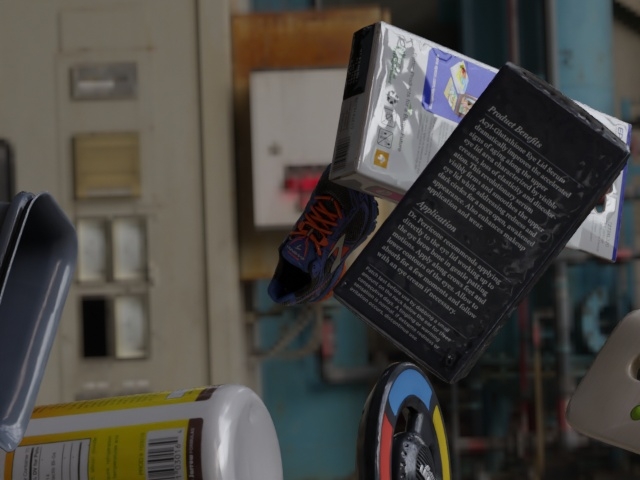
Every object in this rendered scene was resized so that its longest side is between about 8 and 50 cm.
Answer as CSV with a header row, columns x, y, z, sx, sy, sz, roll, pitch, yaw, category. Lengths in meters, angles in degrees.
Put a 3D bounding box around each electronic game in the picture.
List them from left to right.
x,y,z,sx,sy,sz,roll,pitch,yaw,category
0.088,0.234,1.559,0.048,0.229,0.229,-5,-2,21,electronic game

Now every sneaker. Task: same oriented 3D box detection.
x,y,z,sx,sy,sz,roll,pitch,yaw,category
0.000,0.000,1.842,0.083,0.221,0.087,38,41,23,sneaker

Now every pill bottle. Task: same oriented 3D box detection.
x,y,z,sx,sy,sz,roll,pitch,yaw,category
-0.142,0.165,1.075,0.215,0.117,0.117,-8,-3,18,pill bottle

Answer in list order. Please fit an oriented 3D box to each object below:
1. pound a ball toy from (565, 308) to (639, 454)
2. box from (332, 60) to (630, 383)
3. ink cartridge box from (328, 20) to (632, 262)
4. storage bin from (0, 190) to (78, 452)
x,y,z,sx,sy,sz,roll,pitch,yaw,category
0.317,0.144,1.037,0.208,0.135,0.319,44,-16,-29,pound a ball toy
0.118,-0.009,1.143,0.108,0.207,0.153,37,1,8,box
0.188,-0.102,1.786,0.371,0.175,0.069,17,-16,-27,ink cartridge box
-0.200,0.040,0.876,0.091,0.135,0.098,10,-20,13,storage bin
